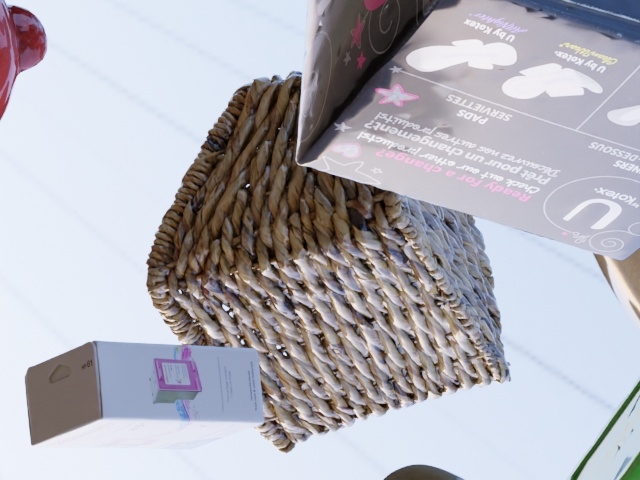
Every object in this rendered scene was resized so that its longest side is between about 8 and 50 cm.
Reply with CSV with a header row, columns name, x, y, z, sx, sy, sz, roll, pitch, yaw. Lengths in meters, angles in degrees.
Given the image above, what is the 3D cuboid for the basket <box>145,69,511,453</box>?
name,x,y,z,sx,sy,sz,roll,pitch,yaw
basket,0.000,0.000,1.639,0.223,0.299,0.213,-19,-127,15

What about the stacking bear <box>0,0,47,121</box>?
name,x,y,z,sx,sy,sz,roll,pitch,yaw
stacking bear,-0.222,-0.014,0.778,0.289,0.175,0.164,-57,167,-37

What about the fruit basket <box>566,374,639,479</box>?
name,x,y,z,sx,sy,sz,roll,pitch,yaw
fruit basket,0.447,0.280,1.924,0.283,0.392,0.392,-68,-177,-55

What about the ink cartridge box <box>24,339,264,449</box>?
name,x,y,z,sx,sy,sz,roll,pitch,yaw
ink cartridge box,-0.111,0.098,1.246,0.088,0.122,0.052,-25,-115,49

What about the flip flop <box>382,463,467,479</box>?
name,x,y,z,sx,sy,sz,roll,pitch,yaw
flip flop,0.131,0.230,1.424,0.277,0.080,0.112,24,-97,41

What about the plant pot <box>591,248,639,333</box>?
name,x,y,z,sx,sy,sz,roll,pitch,yaw
plant pot,0.283,-0.007,1.203,0.284,0.284,0.191,27,-56,57

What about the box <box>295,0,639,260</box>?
name,x,y,z,sx,sy,sz,roll,pitch,yaw
box,0.090,-0.142,0.826,0.142,0.163,0.247,131,-31,-51
